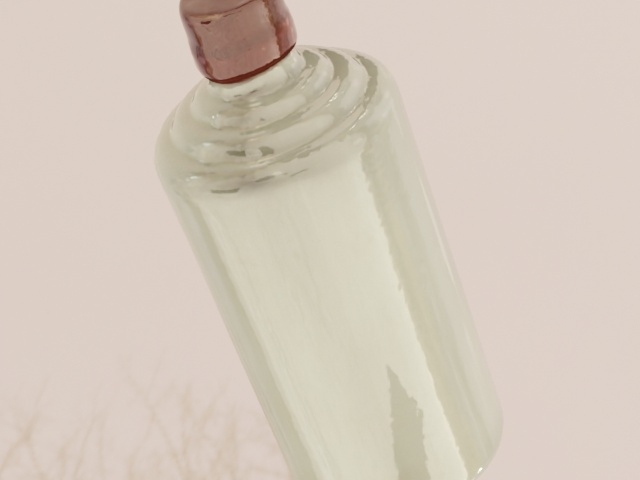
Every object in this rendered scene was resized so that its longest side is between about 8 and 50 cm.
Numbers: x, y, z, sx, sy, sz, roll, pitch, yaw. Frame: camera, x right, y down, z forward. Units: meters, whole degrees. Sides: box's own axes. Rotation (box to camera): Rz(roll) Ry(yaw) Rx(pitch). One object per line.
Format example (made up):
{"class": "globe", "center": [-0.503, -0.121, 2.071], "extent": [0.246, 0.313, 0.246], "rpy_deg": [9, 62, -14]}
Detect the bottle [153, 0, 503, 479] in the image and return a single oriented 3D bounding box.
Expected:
{"class": "bottle", "center": [0.000, 0.000, 0.704], "extent": [0.104, 0.104, 0.245], "rpy_deg": [-11, -56, 16]}
